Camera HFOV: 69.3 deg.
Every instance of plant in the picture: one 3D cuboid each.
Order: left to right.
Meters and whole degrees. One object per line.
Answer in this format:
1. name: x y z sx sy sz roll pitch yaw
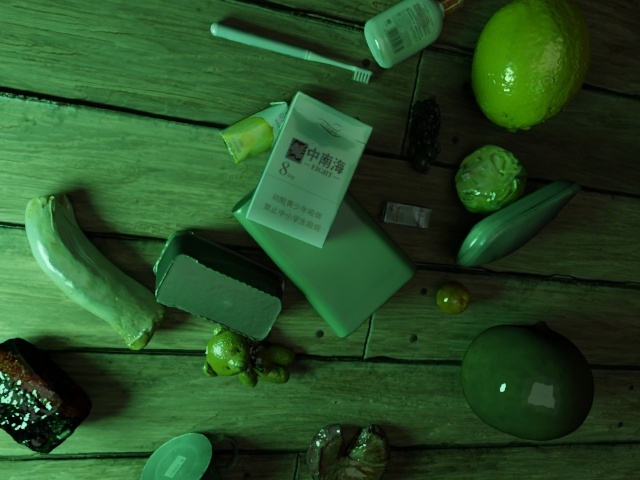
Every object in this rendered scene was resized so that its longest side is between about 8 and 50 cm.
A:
1. plant: 0.234 -0.232 1.033 0.085 0.087 0.174 -12 111 -38

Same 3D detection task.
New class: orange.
1. orange: 0.324 0.142 1.138 0.084 0.070 0.083 -4 98 -30

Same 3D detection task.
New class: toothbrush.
1. toothbrush: -0.051 -0.382 0.946 0.343 0.025 0.030 12 101 -18

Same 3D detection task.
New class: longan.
1. longan: 0.496 0.332 1.114 0.298 0.297 0.296 -3 103 -15

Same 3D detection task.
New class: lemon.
1. lemon: 0.439 -0.371 0.976 0.236 0.236 0.263 -30 127 -8

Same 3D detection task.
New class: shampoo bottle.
1. shampoo bottle: 0.204 -0.462 0.984 0.221 0.051 0.108 -33 107 -7

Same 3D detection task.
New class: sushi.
1. sushi: -0.567 0.302 0.894 0.126 0.136 0.225 -42 104 -12

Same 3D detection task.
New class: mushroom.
1. mushroom: -0.442 0.066 0.904 0.123 0.095 0.351 -42 111 -24

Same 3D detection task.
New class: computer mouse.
1. computer mouse: 0.455 -0.032 1.077 0.331 0.197 0.094 -28 78 -8

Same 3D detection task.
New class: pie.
1. pie: 0.074 0.551 1.166 0.219 0.054 0.204 -8 103 -13

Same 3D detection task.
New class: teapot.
1. teapot: -0.281 0.535 1.024 0.239 0.163 0.148 -38 121 -36

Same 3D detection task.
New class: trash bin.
1. trash bin: 0.000 0.000 0.977 0.223 0.158 0.343 -43 103 -4

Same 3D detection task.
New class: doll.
1. doll: -0.149 0.261 1.023 0.210 0.097 0.137 17 91 -23

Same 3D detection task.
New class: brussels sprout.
1. brussels sprout: 0.397 -0.133 1.073 0.122 0.152 0.149 42 61 -54

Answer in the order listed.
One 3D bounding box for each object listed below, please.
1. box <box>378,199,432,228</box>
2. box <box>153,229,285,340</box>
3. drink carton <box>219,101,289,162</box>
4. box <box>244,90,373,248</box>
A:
1. box: 0.198 -0.061 1.076 0.117 0.036 0.050 6 99 -16
2. box: -0.196 0.099 0.929 0.274 0.178 0.138 26 94 -18
3. drink carton: -0.100 -0.232 0.938 0.200 0.074 0.084 -28 108 -9
4. box: -0.022 -0.125 0.844 0.155 0.067 0.242 24 91 -15
